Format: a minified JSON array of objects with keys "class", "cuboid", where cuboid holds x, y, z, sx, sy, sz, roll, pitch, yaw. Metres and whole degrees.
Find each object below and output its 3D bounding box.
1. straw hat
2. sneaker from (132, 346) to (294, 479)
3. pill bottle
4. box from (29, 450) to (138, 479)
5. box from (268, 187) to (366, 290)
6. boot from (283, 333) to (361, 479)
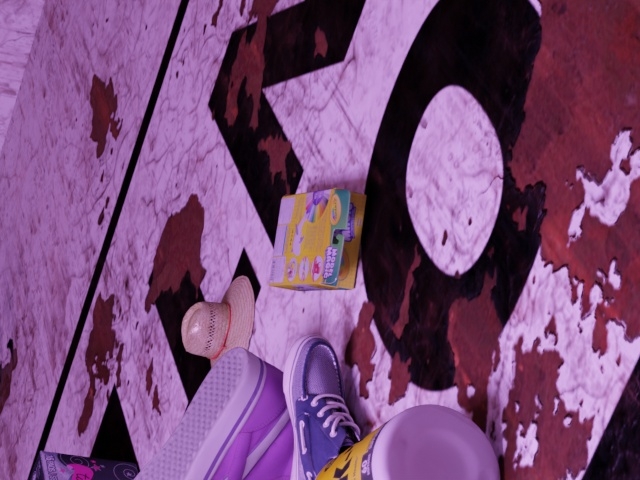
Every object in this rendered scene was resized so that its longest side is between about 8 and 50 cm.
[{"class":"straw hat","cuboid":[-0.133,0.106,2.285,0.144,0.061,0.144,-170,90,-67]},{"class":"sneaker","cuboid":[-0.099,0.267,1.972,0.282,0.161,0.102,-53,31,-1]},{"class":"pill bottle","cuboid":[0.060,0.230,1.679,0.208,0.119,0.119,136,139,-56]},{"class":"box","cuboid":[-0.302,0.413,2.460,0.247,0.142,0.163,-114,41,-53]},{"class":"box","cuboid":[0.000,0.000,2.032,0.179,0.043,0.105,175,104,-70]},{"class":"boot","cuboid":[0.013,0.182,1.903,0.086,0.069,0.190,-22,68,56]}]
